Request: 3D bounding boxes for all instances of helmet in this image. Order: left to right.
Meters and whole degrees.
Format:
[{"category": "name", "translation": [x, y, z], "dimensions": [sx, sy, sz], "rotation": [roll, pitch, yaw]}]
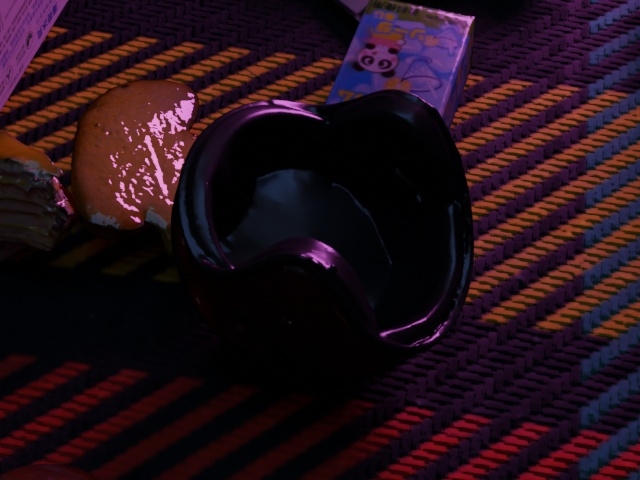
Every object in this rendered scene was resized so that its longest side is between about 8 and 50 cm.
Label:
[{"category": "helmet", "translation": [0.000, 0.000, 0.924], "dimensions": [0.216, 0.193, 0.189], "rotation": [31, 57, 1]}]

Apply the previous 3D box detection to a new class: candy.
[{"category": "candy", "translation": [0.061, -0.113, 1.103], "dimensions": [0.097, 0.062, 0.195], "rotation": [14, 53, 9]}]

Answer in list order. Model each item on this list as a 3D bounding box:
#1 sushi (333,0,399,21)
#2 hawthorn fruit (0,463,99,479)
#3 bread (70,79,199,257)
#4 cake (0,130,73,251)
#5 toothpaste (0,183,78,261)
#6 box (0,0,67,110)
[{"category": "sushi", "translation": [0.048, -0.416, 1.271], "dimensions": [0.343, 0.064, 0.359], "rotation": [-42, 58, -9]}, {"category": "hawthorn fruit", "translation": [-0.157, 0.215, 0.779], "dimensions": [0.189, 0.149, 0.149], "rotation": [32, 57, 27]}, {"category": "bread", "translation": [-0.122, -0.051, 1.054], "dimensions": [0.149, 0.065, 0.188], "rotation": [9, 43, -10]}, {"category": "cake", "translation": [-0.277, -0.039, 0.999], "dimensions": [0.116, 0.080, 0.185], "rotation": [-25, 43, -29]}, {"category": "toothpaste", "translation": [-0.265, 0.010, 1.017], "dimensions": [0.190, 0.031, 0.048], "rotation": [-35, 56, -29]}, {"category": "box", "translation": [-0.280, -0.219, 1.129], "dimensions": [0.073, 0.139, 0.194], "rotation": [12, 51, 9]}]
